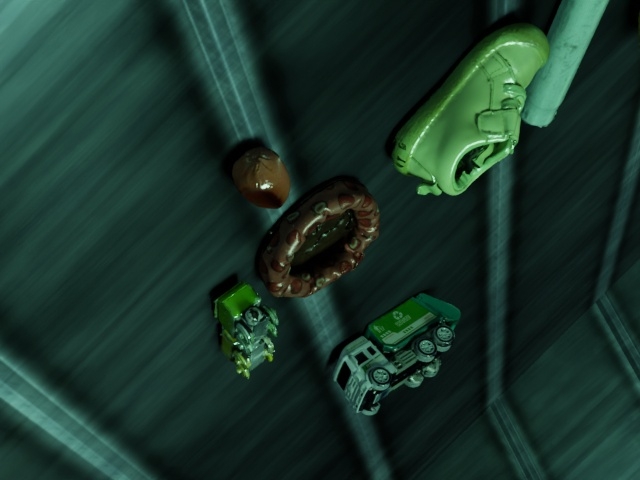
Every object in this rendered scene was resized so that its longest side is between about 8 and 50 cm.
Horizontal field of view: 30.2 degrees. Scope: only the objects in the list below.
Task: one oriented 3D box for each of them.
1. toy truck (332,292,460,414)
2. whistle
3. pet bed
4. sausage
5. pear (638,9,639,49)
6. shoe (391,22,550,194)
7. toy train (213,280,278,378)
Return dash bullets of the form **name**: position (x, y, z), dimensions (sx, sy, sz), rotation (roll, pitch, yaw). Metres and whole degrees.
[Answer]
- **toy truck**: position (0.138, 0.192, 2.061), dimensions (0.253, 0.124, 0.114), rotation (-27, 152, -30)
- **whistle**: position (0.343, -0.281, 1.644), dimensions (0.062, 0.062, 0.312), rotation (-30, 154, -29)
- **pet bed**: position (0.000, 0.000, 1.578), dimensions (0.201, 0.053, 0.201), rotation (-32, 150, -21)
- **sausage**: position (-0.065, -0.071, 1.333), dimensions (0.094, 0.059, 0.054), rotation (49, 45, -68)
- **pear**: position (0.595, -0.326, 1.746), dimensions (0.271, 0.271, 0.271), rotation (-36, 157, -18)
- **shoe**: position (0.211, -0.166, 1.573), dimensions (0.262, 0.128, 0.140), rotation (-41, 172, 2)
- **toy train**: position (-0.102, 0.121, 1.593), dimensions (0.060, 0.081, 0.202), rotation (-35, 163, -18)
